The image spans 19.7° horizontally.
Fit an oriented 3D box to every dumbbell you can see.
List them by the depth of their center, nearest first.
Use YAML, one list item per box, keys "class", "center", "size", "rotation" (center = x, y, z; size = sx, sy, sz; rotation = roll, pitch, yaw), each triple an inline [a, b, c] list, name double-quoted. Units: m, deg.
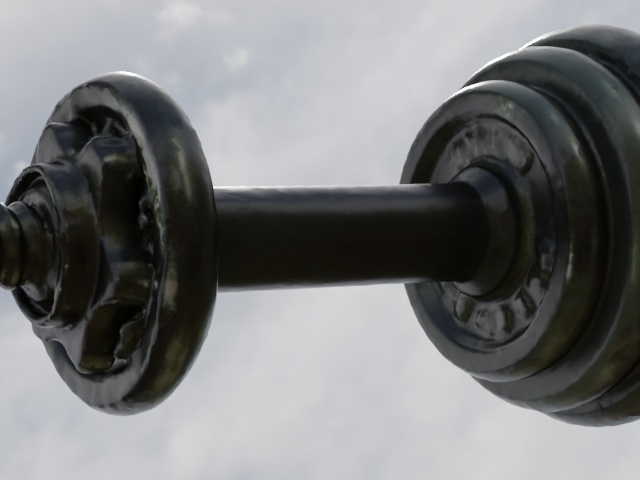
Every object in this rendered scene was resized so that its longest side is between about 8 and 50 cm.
- class: "dumbbell"
  center: [0.000, 0.000, 0.456]
  size: [0.254, 0.110, 0.110]
  rotation: [-3, -52, -33]
